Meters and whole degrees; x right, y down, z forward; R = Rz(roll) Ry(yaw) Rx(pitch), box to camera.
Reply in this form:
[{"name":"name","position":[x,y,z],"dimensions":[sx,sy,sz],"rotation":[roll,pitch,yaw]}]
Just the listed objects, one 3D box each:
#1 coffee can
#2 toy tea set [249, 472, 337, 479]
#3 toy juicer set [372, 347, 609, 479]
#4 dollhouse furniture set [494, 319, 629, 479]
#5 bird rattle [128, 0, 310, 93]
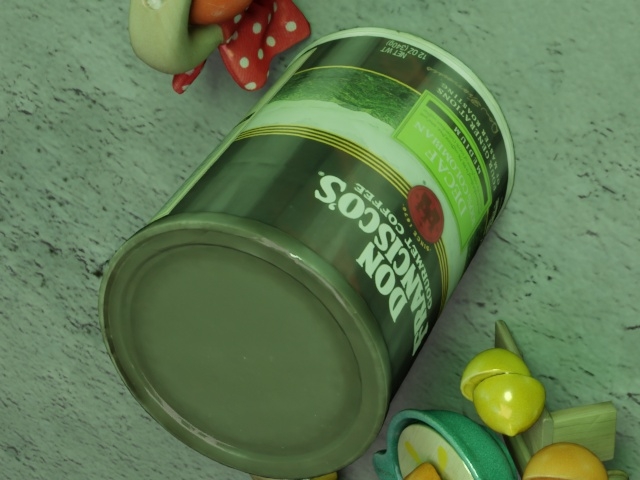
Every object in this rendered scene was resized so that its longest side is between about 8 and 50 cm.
[{"name":"coffee can","position":[0.000,0.000,1.016],"dimensions":[0.201,0.275,0.202],"rotation":[14,128,18]},{"name":"toy tea set","position":[0.015,0.210,1.296],"dimensions":[0.336,0.124,0.200],"rotation":[48,160,-15]},{"name":"toy juicer set","position":[0.097,0.159,1.108],"dimensions":[0.329,0.089,0.209],"rotation":[40,144,42]},{"name":"dollhouse furniture set","position":[0.228,0.145,1.167],"dimensions":[0.151,0.123,0.144],"rotation":[-9,125,-8]},{"name":"bird rattle","position":[-0.073,-0.194,0.969],"dimensions":[0.143,0.207,0.253],"rotation":[34,128,5]}]
